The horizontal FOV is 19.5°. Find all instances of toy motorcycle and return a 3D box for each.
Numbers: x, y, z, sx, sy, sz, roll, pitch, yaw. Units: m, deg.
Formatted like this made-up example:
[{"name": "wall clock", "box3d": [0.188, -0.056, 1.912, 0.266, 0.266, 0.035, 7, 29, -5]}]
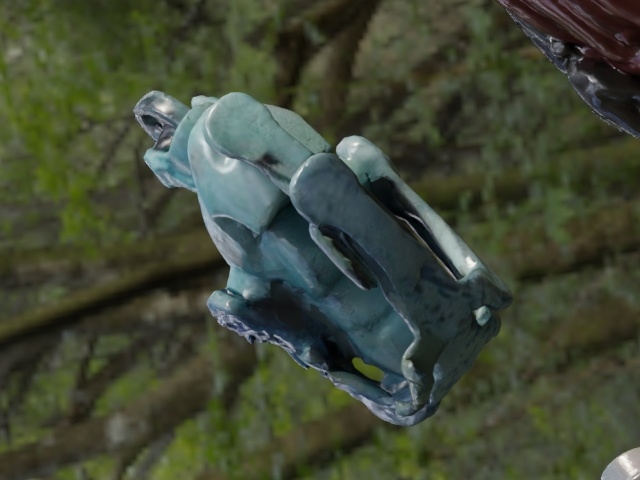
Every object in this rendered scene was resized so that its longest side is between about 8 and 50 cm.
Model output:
[{"name": "toy motorcycle", "box3d": [0.000, 0.000, 1.165, 0.260, 0.154, 0.206, 45, 168, -21]}]

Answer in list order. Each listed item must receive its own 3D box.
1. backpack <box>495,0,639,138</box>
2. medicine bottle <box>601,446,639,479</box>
[{"name": "backpack", "box3d": [0.143, -0.168, 0.875, 0.229, 0.139, 0.229, 22, -131, -28]}, {"name": "medicine bottle", "box3d": [0.228, 0.184, 1.241, 0.089, 0.052, 0.052, 60, 173, 40]}]
